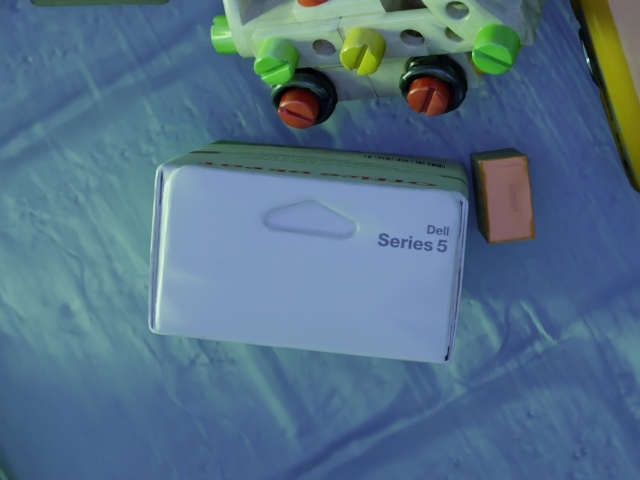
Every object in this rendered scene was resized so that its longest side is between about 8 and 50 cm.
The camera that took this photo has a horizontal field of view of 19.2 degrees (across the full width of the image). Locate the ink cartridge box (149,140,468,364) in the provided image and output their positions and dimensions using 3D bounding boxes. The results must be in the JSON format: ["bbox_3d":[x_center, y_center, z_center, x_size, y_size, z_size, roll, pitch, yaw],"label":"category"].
[{"bbox_3d":[0.000,0.000,1.305,0.198,0.273,0.115,5,97,4],"label":"ink cartridge box"}]

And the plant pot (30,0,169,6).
[{"bbox_3d":[-0.171,-0.228,1.381,0.109,0.096,0.109,0,96,4],"label":"plant pot"}]

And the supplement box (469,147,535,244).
[{"bbox_3d":[0.132,-0.033,1.378,0.036,0.098,0.062,-7,95,2],"label":"supplement box"}]

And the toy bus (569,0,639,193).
[{"bbox_3d":[0.222,-0.205,1.336,0.108,0.130,0.333,-18,95,6],"label":"toy bus"}]

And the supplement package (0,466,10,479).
[{"bbox_3d":[-0.347,0.214,1.372,0.194,0.203,0.149,-32,95,8],"label":"supplement package"}]

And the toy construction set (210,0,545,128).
[{"bbox_3d":[0.022,-0.191,1.310,0.327,0.215,0.151,10,54,34],"label":"toy construction set"}]
